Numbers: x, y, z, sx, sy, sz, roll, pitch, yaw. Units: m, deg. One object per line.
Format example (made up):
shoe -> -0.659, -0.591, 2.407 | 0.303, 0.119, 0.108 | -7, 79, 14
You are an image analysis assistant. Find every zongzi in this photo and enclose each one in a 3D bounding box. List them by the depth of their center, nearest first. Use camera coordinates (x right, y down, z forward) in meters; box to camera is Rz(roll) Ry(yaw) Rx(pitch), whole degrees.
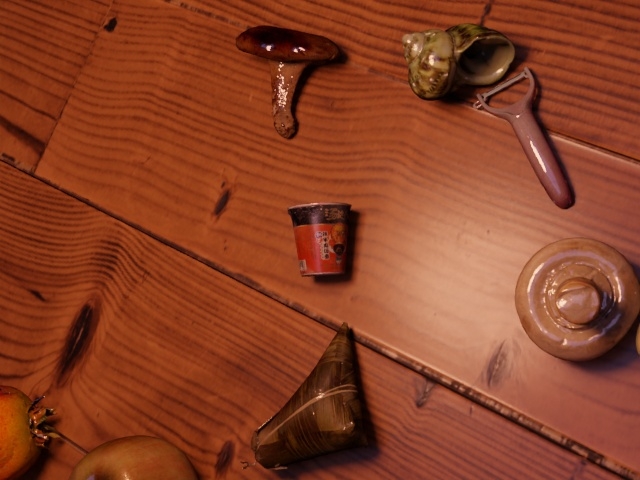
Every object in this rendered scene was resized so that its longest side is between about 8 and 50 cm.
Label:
zongzi -> -0.034, 0.300, 1.742 | 0.248, 0.111, 0.241 | -23, 52, 24

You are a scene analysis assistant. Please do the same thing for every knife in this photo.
knife -> 0.378, -0.179, 1.680 | 0.123, 0.053, 0.278 | -30, 67, 21

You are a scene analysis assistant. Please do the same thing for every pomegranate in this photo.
pomegranate -> -0.673, 0.406, 1.936 | 0.235, 0.210, 0.210 | -14, 73, 7

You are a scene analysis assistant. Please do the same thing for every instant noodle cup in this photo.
instant noodle cup -> 0.002, 0.000, 1.776 | 0.127, 0.127, 0.135 | -5, 85, 23

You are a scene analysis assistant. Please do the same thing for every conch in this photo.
conch -> 0.242, -0.342, 1.708 | 0.187, 0.181, 0.124 | -45, 61, 34

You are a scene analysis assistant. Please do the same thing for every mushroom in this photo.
mushroom -> 0.413, 0.099, 1.527 | 0.206, 0.209, 0.206 | 6, 98, 45
mushroom -> -0.084, -0.324, 1.891 | 0.227, 0.148, 0.217 | 17, 101, 32

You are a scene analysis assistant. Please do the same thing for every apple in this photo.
apple -> -0.359, 0.499, 1.759 | 0.257, 0.234, 0.256 | -4, 78, 20

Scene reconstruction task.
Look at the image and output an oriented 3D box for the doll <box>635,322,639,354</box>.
doll -> 0.590, 0.117, 1.491 | 0.141, 0.117, 0.296 | 7, 68, 19
